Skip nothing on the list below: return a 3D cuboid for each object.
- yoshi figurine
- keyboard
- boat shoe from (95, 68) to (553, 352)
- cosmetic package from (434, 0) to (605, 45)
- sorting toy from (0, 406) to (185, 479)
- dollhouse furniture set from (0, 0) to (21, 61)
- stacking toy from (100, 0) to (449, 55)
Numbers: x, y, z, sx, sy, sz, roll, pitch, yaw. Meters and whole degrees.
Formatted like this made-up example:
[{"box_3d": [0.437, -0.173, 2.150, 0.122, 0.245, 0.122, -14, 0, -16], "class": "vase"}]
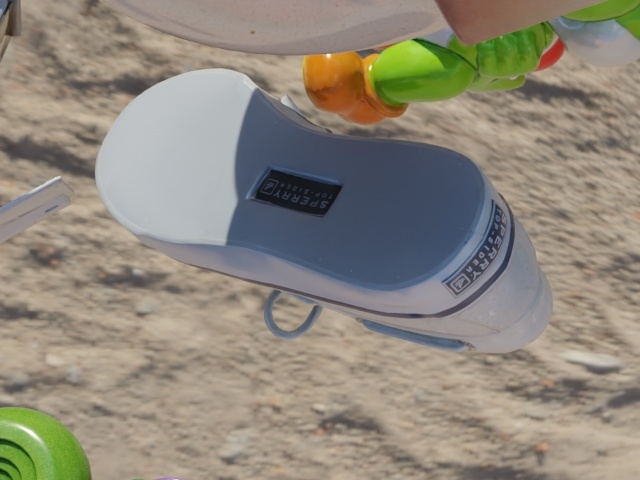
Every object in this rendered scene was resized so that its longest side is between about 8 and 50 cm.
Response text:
[{"box_3d": [0.147, -0.207, 1.247, 0.362, 0.203, 0.203, -8, 105, 34], "class": "yoshi figurine"}, {"box_3d": [-0.308, 0.019, 1.195, 0.256, 0.072, 0.014, -29, 79, -3], "class": "keyboard"}, {"box_3d": [0.006, -0.007, 0.986, 0.367, 0.156, 0.135, 16, 69, 46], "class": "boat shoe"}, {"box_3d": [0.148, -0.184, 0.432, 0.296, 0.129, 0.153, -17, 125, 27], "class": "cosmetic package"}, {"box_3d": [-0.248, 0.145, 0.998, 0.366, 0.126, 0.127, 10, 66, 17], "class": "sorting toy"}, {"box_3d": [-0.392, -0.304, 1.346, 0.287, 0.198, 0.303, 1, 112, -4], "class": "dollhouse furniture set"}, {"box_3d": [-0.024, -0.366, 0.817, 0.351, 0.350, 0.479, -28, 49, 16], "class": "stacking toy"}]
